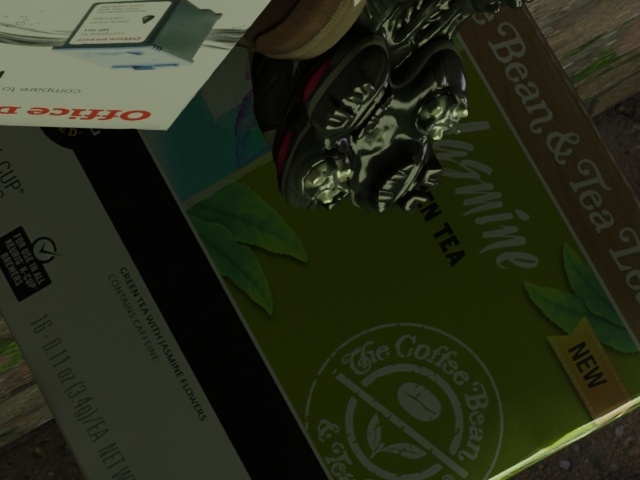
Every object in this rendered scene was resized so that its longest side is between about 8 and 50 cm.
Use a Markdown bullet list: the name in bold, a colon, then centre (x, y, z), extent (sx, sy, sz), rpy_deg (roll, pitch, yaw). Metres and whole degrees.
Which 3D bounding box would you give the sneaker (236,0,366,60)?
- **sneaker**: centre (-0.046, -0.116, 0.795), extent (0.071, 0.066, 0.188), rpy_deg (9, 175, -29)

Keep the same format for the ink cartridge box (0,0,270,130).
- **ink cartridge box**: centre (-0.094, -0.113, 0.663), extent (0.139, 0.082, 0.190), rpy_deg (0, 160, -23)

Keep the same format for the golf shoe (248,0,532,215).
- **golf shoe**: centre (0.045, -0.140, 0.801), extent (0.105, 0.120, 0.273), rpy_deg (12, 125, -40)

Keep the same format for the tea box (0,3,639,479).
- **tea box**: centre (0.000, 0.000, 1.007), extent (0.323, 0.329, 0.220), rpy_deg (-31, 173, 4)
